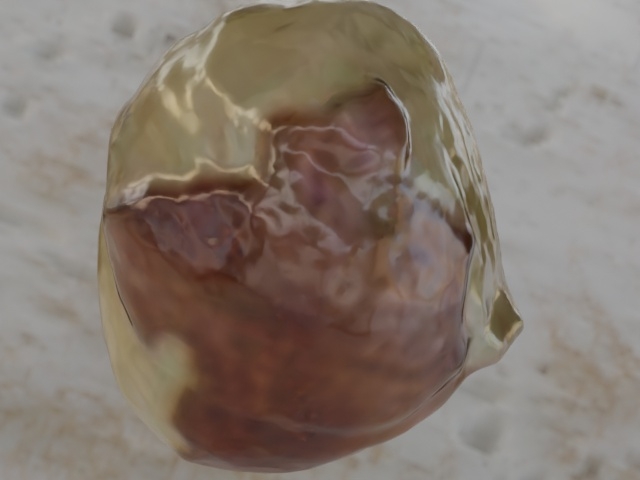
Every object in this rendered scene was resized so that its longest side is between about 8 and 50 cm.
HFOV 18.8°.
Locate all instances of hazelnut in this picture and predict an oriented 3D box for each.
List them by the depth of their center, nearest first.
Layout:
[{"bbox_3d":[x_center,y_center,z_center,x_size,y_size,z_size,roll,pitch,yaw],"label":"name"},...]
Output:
[{"bbox_3d":[0.000,0.000,1.052,0.241,0.261,0.261,15,14,1],"label":"hazelnut"}]
